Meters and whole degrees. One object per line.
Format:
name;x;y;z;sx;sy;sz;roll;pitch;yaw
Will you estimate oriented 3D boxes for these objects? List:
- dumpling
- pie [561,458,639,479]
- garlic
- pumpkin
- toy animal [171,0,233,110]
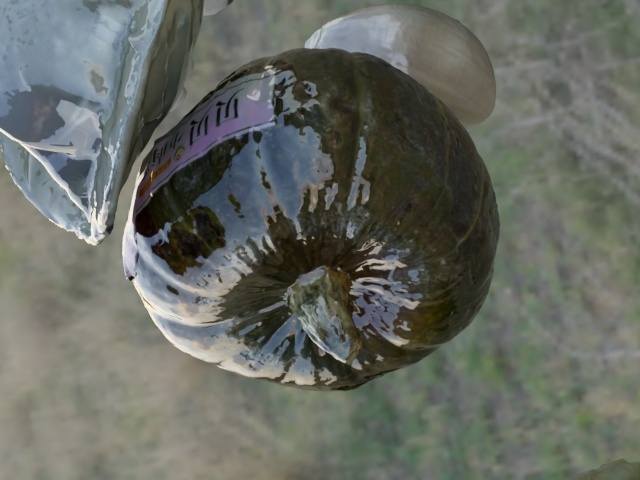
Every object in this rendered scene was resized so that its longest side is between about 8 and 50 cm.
dumpling;-0.156;-0.116;1.148;0.243;0.175;0.226;81;180;-64
pie;0.103;0.224;1.170;0.068;0.282;0.128;53;152;32
garlic;0.090;-0.142;1.562;0.129;0.198;0.090;-4;72;48
pumpkin;0.000;0.003;1.194;0.260;0.260;0.189;101;170;-52
toy animal;-0.247;-0.219;1.816;0.258;0.357;0.194;47;128;-6
